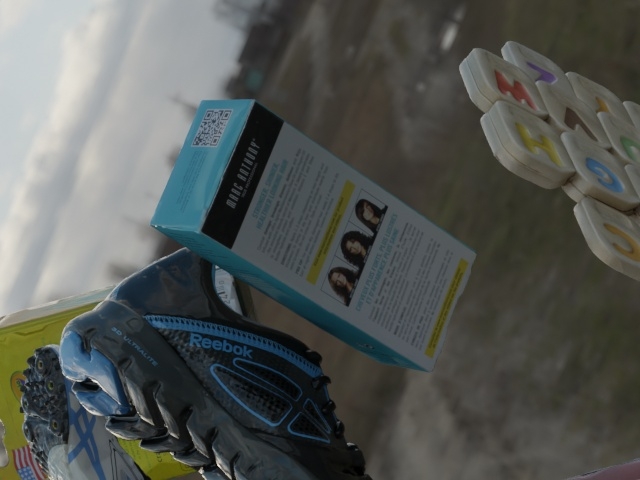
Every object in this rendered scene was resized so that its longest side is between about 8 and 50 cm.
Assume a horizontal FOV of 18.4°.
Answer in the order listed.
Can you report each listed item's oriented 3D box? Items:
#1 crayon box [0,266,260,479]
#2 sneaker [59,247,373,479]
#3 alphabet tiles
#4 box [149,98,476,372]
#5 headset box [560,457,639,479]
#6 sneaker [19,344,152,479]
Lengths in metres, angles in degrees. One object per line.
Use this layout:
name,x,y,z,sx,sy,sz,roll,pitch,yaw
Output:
crayon box,-0.210,0.151,2.048,0.081,0.318,0.202,-72,-33,-77
sneaker,-0.023,0.142,1.414,0.139,0.341,0.125,-43,-6,-32
alphabet tiles,0.227,-0.043,1.393,0.021,0.284,0.278,-53,27,25
box,0.000,0.000,1.399,0.060,0.244,0.100,5,68,49
headset box,0.209,0.244,0.933,0.293,0.110,0.218,-115,11,-64
sneaker,-0.206,0.200,1.802,0.086,0.237,0.085,-27,16,-35
